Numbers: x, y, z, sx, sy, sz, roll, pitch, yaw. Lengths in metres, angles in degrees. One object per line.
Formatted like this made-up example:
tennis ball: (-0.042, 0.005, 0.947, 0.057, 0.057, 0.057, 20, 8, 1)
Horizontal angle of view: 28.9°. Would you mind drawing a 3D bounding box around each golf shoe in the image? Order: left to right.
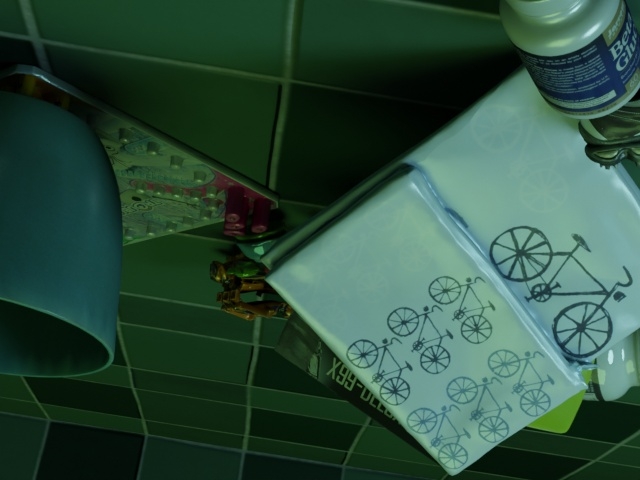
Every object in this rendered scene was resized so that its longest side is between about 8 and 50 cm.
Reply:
golf shoe: (0.324, -0.126, 1.085, 0.198, 0.077, 0.094, -14, 123, 2)

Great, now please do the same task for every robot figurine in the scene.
robot figurine: (-0.013, 0.078, 1.711, 0.291, 0.085, 0.211, 10, 172, -16)

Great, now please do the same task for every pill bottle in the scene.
pill bottle: (0.327, 0.131, 1.645, 0.278, 0.162, 0.162, 0, 158, 23)
pill bottle: (0.197, -0.174, 0.988, 0.094, 0.094, 0.169, -2, 157, 26)

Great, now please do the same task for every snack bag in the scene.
snack bag: (0.170, 0.035, 1.202, 0.342, 0.037, 0.323, -36, 113, 11)

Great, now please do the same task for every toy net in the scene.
toy net: (0.000, 0.000, 1.548, 0.232, 0.045, 0.122, -8, -168, 12)

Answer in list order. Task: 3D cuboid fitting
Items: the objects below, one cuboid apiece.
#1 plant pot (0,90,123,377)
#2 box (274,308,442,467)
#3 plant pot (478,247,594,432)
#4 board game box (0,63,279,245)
plant pot: (-0.336, -0.013, 1.287, 0.293, 0.235, 0.293, 7, 158, 3)
box: (0.126, 0.125, 1.475, 0.242, 0.076, 0.307, 34, -154, 19)
plant pot: (0.185, 0.043, 1.349, 0.228, 0.227, 0.207, 15, 117, -16)
board game box: (-0.317, -0.068, 1.536, 0.390, 0.050, 0.390, -12, 151, 43)
